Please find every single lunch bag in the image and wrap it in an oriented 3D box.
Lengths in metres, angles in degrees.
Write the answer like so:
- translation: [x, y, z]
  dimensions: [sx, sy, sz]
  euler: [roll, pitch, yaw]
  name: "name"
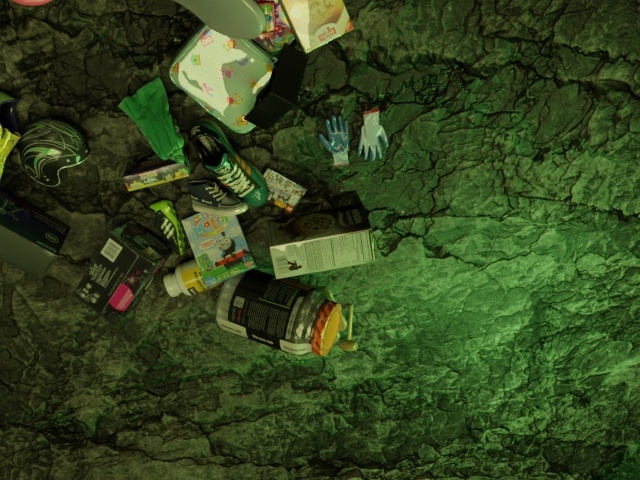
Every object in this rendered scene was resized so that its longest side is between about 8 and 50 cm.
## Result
- translation: [-0.232, -0.433, 1.765]
  dimensions: [0.279, 0.108, 0.224]
  euler: [37, 103, -26]
  name: "lunch bag"

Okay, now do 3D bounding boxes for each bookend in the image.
- translation: [-0.112, -0.384, 1.702]
  dimensions: [0.072, 0.157, 0.156]
  euler: [24, 154, -23]
  name: "bookend"

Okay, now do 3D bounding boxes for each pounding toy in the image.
- translation: [0.009, 0.250, 2.197]
  dimensions: [0.154, 0.155, 0.269]
  euler: [-12, 114, 33]
  name: "pounding toy"

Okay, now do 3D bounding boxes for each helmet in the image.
- translation: [-0.701, -0.242, 1.783]
  dimensions: [0.169, 0.169, 0.161]
  euler: [26, 130, -20]
  name: "helmet"

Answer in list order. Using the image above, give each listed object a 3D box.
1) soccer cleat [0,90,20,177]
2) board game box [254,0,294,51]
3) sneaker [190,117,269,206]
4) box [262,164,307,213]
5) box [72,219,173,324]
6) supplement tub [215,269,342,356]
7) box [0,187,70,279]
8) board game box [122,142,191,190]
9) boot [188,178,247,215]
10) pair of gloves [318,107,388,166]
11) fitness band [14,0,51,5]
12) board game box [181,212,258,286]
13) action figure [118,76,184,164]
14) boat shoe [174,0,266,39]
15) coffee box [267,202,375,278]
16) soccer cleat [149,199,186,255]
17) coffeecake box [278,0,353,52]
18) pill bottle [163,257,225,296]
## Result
- translation: [-0.847, -0.246, 1.765]
  dimensions: [0.121, 0.093, 0.289]
  euler: [10, 100, 4]
  name: "soccer cleat"
- translation: [-0.133, -0.569, 1.745]
  dimensions: [0.169, 0.033, 0.133]
  euler: [36, 109, -24]
  name: "board game box"
- translation: [-0.258, -0.197, 1.874]
  dimensions: [0.108, 0.121, 0.302]
  euler: [-34, 112, 17]
  name: "sneaker"
- translation: [-0.120, -0.149, 1.982]
  dimensions: [0.137, 0.027, 0.094]
  euler: [27, 113, -20]
  name: "box"
- translation: [-0.576, 0.090, 1.975]
  dimensions: [0.163, 0.142, 0.247]
  euler: [37, 109, -1]
  name: "box"
- translation: [-0.121, 0.216, 2.013]
  dimensions: [0.338, 0.207, 0.207]
  euler: [16, 120, 18]
  name: "supplement tub"
- translation: [-0.849, -0.030, 1.869]
  dimensions: [0.261, 0.184, 0.103]
  euler: [33, 111, -23]
  name: "box"
- translation: [-0.443, -0.203, 1.848]
  dimensions: [0.170, 0.141, 0.048]
  euler: [-14, 120, 0]
  name: "board game box"
- translation: [-0.296, -0.124, 1.913]
  dimensions: [0.190, 0.069, 0.086]
  euler: [5, 122, 29]
  name: "boot"
- translation: [0.094, -0.292, 1.934]
  dimensions: [0.198, 0.023, 0.159]
  euler: [-9, 118, -3]
  name: "pair of gloves"
- translation: [-0.664, -0.692, 1.601]
  dimensions: [0.291, 0.054, 0.209]
  euler: [-35, 117, 13]
  name: "fitness band"
- translation: [-0.295, 0.009, 1.976]
  dimensions: [0.160, 0.039, 0.211]
  euler: [-23, 81, 6]
  name: "board game box"
- translation: [-0.420, -0.296, 1.777]
  dimensions: [0.137, 0.063, 0.232]
  euler: [-33, 78, 14]
  name: "action figure"
- translation: [-0.277, -0.621, 1.627]
  dimensions: [0.367, 0.156, 0.136]
  euler: [26, 143, 2]
  name: "boat shoe"
- translation: [0.000, 0.000, 2.000]
  dimensions: [0.297, 0.168, 0.119]
  euler: [-11, 120, -2]
  name: "coffee box"
- translation: [-0.447, -0.036, 1.993]
  dimensions: [0.072, 0.060, 0.179]
  euler: [-9, 114, 10]
  name: "soccer cleat"
- translation: [-0.020, -0.595, 1.715]
  dimensions: [0.142, 0.068, 0.185]
  euler: [-28, 119, -1]
  name: "coffeecake box"
- translation: [-0.375, 0.106, 2.049]
  dimensions: [0.184, 0.103, 0.103]
  euler: [-21, 119, 5]
  name: "pill bottle"
